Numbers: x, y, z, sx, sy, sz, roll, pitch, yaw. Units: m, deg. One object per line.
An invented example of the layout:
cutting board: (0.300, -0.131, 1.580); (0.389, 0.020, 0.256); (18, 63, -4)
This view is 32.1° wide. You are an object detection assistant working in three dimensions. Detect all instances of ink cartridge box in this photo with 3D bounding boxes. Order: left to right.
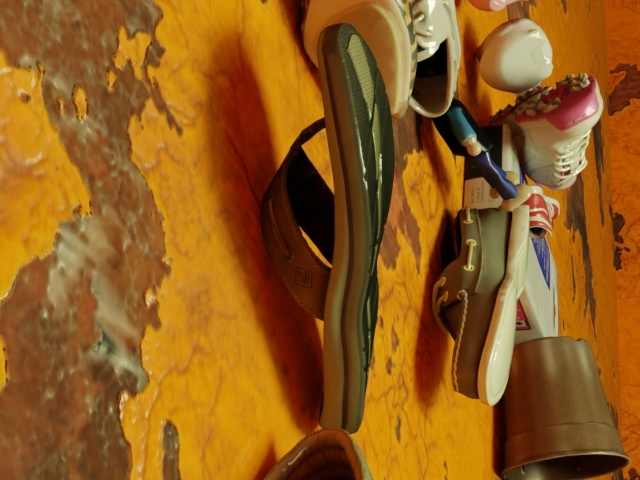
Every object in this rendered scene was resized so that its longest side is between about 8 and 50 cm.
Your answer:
ink cartridge box: (0.269, 0.022, 1.529); (0.371, 0.069, 0.176); (55, 34, -50)

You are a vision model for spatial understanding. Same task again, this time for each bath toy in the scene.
bath toy: (0.234, -0.368, 1.457); (0.129, 0.151, 0.348); (-137, -149, -64)

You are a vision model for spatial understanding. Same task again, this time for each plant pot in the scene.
plant pot: (0.311, 0.223, 1.470); (0.167, 0.167, 0.165); (46, 36, -60)

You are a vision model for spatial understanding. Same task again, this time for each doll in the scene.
doll: (0.160, -0.117, 1.238); (0.189, 0.046, 0.129); (48, 6, -29)

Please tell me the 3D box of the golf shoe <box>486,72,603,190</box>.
golf shoe: (0.315, -0.136, 1.454); (0.140, 0.115, 0.306); (59, -1, -5)

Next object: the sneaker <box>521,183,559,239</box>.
sneaker: (0.283, -0.025, 1.429); (0.118, 0.042, 0.067); (25, 56, -59)

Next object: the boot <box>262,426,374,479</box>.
boot: (0.003, 0.263, 0.683); (0.262, 0.095, 0.203); (-64, 144, -58)

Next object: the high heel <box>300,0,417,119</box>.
high heel: (0.032, -0.240, 0.898); (0.261, 0.093, 0.186); (58, 34, -41)

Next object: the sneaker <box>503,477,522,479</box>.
sneaker: (0.319, 0.392, 1.462); (0.341, 0.139, 0.125); (47, 44, -57)

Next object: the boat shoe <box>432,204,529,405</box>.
boat shoe: (0.171, 0.062, 1.211); (0.305, 0.091, 0.109); (-67, 158, -51)

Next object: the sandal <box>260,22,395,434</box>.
sandal: (0.000, 0.002, 0.777); (0.120, 0.086, 0.303); (-62, 157, -66)

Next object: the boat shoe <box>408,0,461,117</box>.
boat shoe: (0.079, -0.206, 1.031); (0.267, 0.096, 0.088); (63, 23, -63)
